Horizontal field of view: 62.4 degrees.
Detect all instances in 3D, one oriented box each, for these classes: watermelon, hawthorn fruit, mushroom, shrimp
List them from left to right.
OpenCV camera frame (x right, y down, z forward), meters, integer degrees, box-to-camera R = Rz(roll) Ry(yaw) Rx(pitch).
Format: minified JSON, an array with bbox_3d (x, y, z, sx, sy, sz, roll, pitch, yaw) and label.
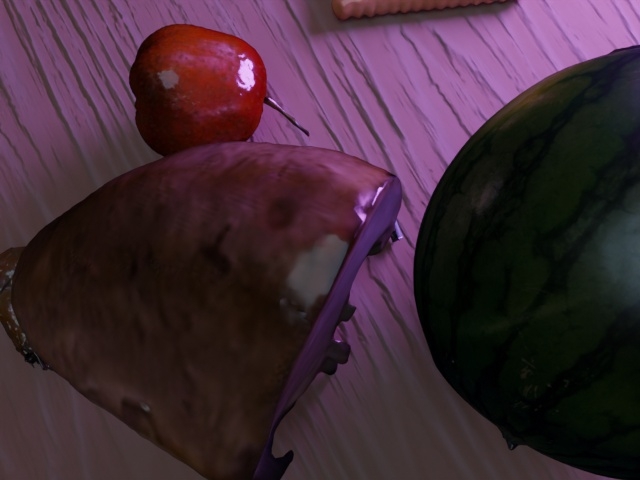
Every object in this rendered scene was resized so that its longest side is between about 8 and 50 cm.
[{"bbox_3d":[-0.385,0.090,0.708,0.099,0.041,0.180,-24,78,-8],"label":"shrimp"},{"bbox_3d":[-0.149,0.012,0.555,0.397,0.224,0.314,25,112,15],"label":"mushroom"},{"bbox_3d":[-0.120,-0.177,0.638,0.203,0.162,0.163,-6,82,-5],"label":"hawthorn fruit"},{"bbox_3d":[0.250,0.019,0.446,0.362,0.363,0.364,-1,83,10],"label":"watermelon"}]

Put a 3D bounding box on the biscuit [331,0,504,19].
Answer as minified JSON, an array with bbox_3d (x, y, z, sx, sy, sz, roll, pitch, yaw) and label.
[{"bbox_3d":[0.135,-0.369,0.669,0.249,0.030,0.160,-1,83,10],"label":"biscuit"}]

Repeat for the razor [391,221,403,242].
[{"bbox_3d":[0.000,0.000,0.646,0.191,0.037,0.068,-20,82,7],"label":"razor"}]
